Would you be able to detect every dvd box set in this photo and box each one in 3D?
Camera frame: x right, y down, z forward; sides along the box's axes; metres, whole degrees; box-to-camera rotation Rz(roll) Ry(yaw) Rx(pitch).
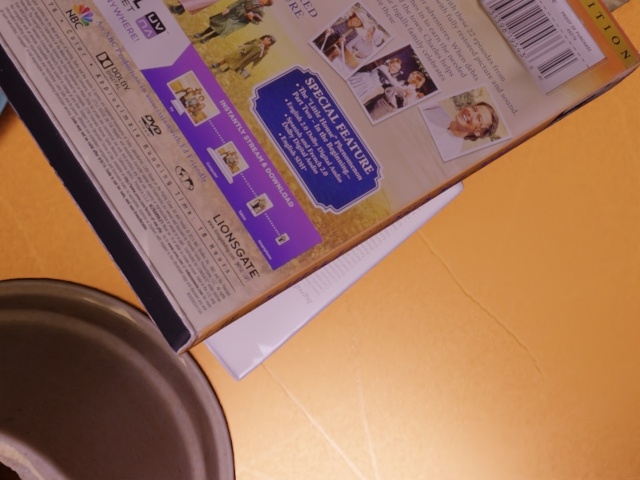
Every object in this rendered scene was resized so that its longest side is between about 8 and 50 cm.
[{"bbox_3d":[-0.011,-0.152,1.158,0.420,0.062,0.307,-32,84,-24],"label":"dvd box set"}]

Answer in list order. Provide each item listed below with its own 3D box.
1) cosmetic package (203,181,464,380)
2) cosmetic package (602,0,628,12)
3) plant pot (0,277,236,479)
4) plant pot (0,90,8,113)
[{"bbox_3d":[0.000,0.000,1.263,0.231,0.117,0.085,-40,92,4],"label":"cosmetic package"},{"bbox_3d":[0.203,-0.231,1.269,0.060,0.041,0.115,-31,94,4],"label":"cosmetic package"},{"bbox_3d":[-0.244,0.211,1.198,0.334,0.305,0.334,0,96,3],"label":"plant pot"},{"bbox_3d":[-0.402,-0.162,1.187,0.235,0.293,0.293,44,96,18],"label":"plant pot"}]
